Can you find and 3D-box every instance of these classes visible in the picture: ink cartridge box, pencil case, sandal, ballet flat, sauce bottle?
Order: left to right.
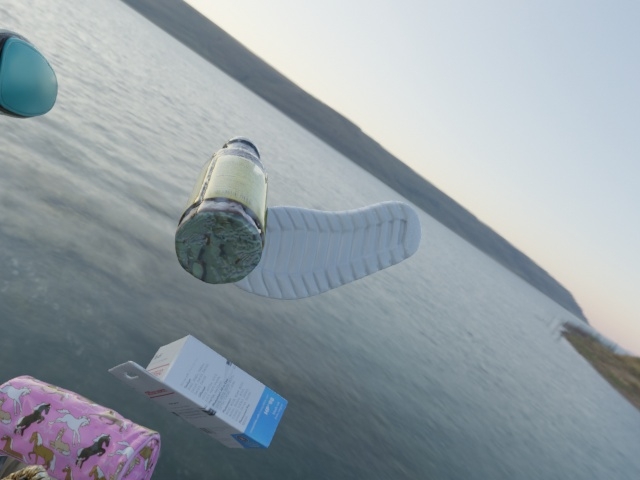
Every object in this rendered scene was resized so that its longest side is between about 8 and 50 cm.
[{"bbox_3d":[-0.330,-0.168,0.465,0.086,0.086,0.248,33,1,-9],"label":"ballet flat"},{"bbox_3d":[-0.544,0.436,1.093,0.385,0.167,0.160,17,8,12],"label":"pencil case"},{"bbox_3d":[-0.141,0.169,0.577,0.180,0.060,0.104,40,-36,-18],"label":"ink cartridge box"},{"bbox_3d":[-0.128,-0.070,0.733,0.111,0.111,0.344,32,24,-18],"label":"sauce bottle"},{"bbox_3d":[0.001,0.016,0.958,0.415,0.170,0.102,-5,3,-21],"label":"sandal"}]

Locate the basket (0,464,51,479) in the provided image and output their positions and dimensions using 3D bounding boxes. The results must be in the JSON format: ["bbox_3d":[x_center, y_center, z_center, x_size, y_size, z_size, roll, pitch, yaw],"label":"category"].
[{"bbox_3d":[-0.403,0.475,0.642,0.299,0.222,0.213,60,-31,7],"label":"basket"}]

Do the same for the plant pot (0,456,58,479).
[{"bbox_3d":[-0.652,0.685,1.261,0.323,0.323,0.280,30,3,-26],"label":"plant pot"}]
